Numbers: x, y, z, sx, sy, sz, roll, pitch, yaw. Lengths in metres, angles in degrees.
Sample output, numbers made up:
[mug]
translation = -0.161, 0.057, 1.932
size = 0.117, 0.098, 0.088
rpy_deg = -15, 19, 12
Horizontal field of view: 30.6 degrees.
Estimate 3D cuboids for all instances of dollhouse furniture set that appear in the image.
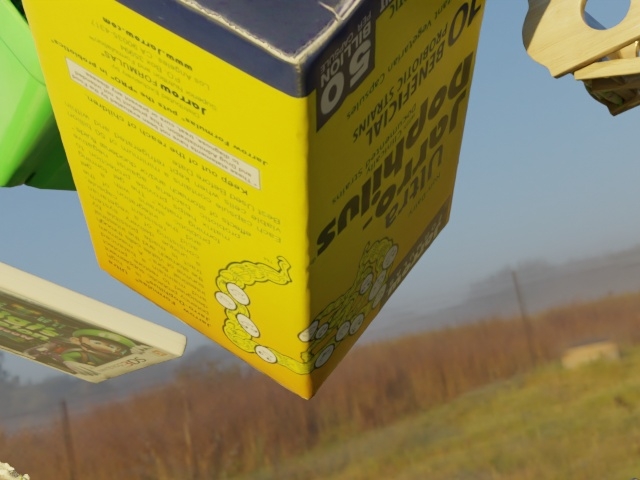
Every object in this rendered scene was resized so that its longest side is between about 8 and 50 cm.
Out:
[dollhouse furniture set]
translation = 0.230, -0.082, 0.772
size = 0.101, 0.161, 0.182
rpy_deg = -24, -22, 29

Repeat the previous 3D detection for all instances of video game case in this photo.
[video game case]
translation = -0.234, 0.071, 0.978
size = 0.190, 0.022, 0.173
rpy_deg = 26, -27, -28

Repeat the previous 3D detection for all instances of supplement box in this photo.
[supplement box]
translation = -0.031, -0.091, 0.735
size = 0.194, 0.195, 0.356
rpy_deg = -50, -20, -26

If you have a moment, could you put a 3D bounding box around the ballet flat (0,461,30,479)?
[ballet flat]
translation = -0.216, 0.268, 0.777
size = 0.091, 0.241, 0.077
rpy_deg = 5, -6, -9

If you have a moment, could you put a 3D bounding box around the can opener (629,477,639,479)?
[can opener]
translation = 0.376, 0.380, 1.431
size = 0.059, 0.186, 0.073
rpy_deg = 17, -2, -40

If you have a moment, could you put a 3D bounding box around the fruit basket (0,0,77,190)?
[fruit basket]
translation = -0.248, -0.274, 1.096
size = 0.392, 0.392, 0.283
rpy_deg = -18, -11, 36
